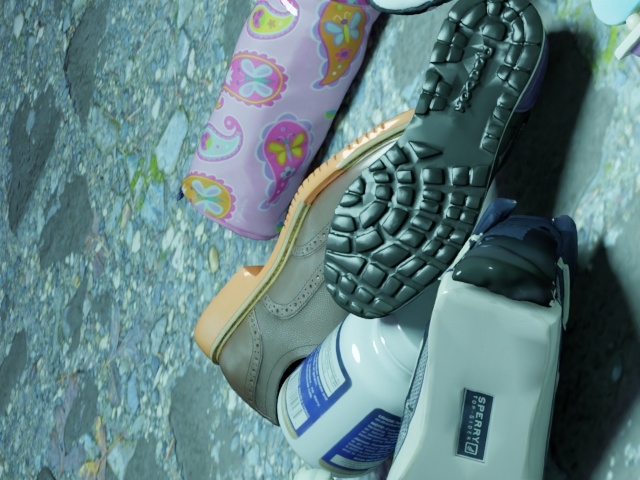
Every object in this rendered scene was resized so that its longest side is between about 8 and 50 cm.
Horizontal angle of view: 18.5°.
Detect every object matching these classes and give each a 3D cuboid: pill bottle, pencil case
[{"bbox_3d":[0.052,0.112,1.648,0.187,0.112,0.112,-47,39,46],"label":"pill bottle"},{"bbox_3d":[-0.041,-0.141,1.941,0.284,0.124,0.124,-66,28,25],"label":"pencil case"}]

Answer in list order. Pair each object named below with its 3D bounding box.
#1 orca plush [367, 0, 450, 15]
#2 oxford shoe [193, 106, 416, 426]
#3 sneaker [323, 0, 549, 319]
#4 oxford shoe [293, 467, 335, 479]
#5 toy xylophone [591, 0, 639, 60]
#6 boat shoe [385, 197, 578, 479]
[{"bbox_3d":[0.152,-0.297,1.645,0.287,0.151,0.102,-59,-17,5],"label":"orca plush"},{"bbox_3d":[0.031,0.023,1.763,0.133,0.130,0.364,54,128,21],"label":"oxford shoe"},{"bbox_3d":[0.109,-0.056,1.584,0.107,0.124,0.283,30,90,19],"label":"sneaker"},{"bbox_3d":[0.033,0.397,1.512,0.169,0.130,0.449,73,-169,-70],"label":"oxford shoe"},{"bbox_3d":[0.213,-0.307,1.452,0.323,0.081,0.236,54,134,28],"label":"toy xylophone"},{"bbox_3d":[0.130,0.131,1.509,0.158,0.127,0.341,-58,-16,-56],"label":"boat shoe"}]
